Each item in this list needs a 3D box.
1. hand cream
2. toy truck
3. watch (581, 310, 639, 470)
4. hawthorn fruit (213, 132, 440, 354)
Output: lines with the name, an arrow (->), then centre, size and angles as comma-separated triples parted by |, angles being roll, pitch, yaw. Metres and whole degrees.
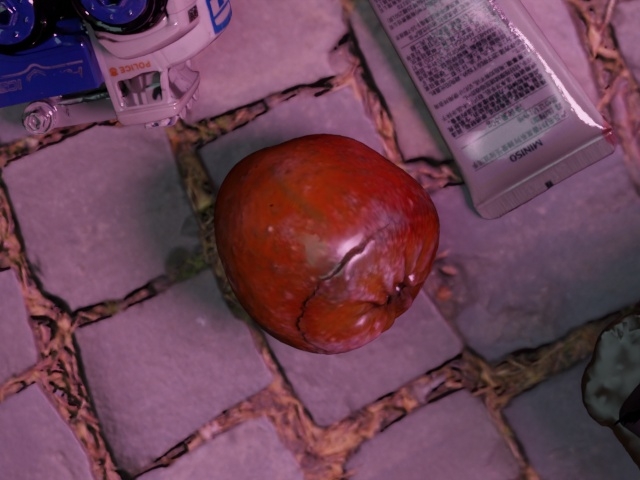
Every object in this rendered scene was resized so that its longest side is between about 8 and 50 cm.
hand cream -> 0.093, -0.187, 1.367 | 0.124, 0.078, 0.340 | -30, 95, 17
toy truck -> -0.174, -0.167, 1.410 | 0.213, 0.161, 0.177 | -9, 114, 17
watch -> 0.339, 0.097, 1.181 | 0.335, 0.327, 0.314 | -42, 84, 18
hawthorn fruit -> 0.000, 0.000, 1.361 | 0.173, 0.173, 0.172 | 2, 97, 17
